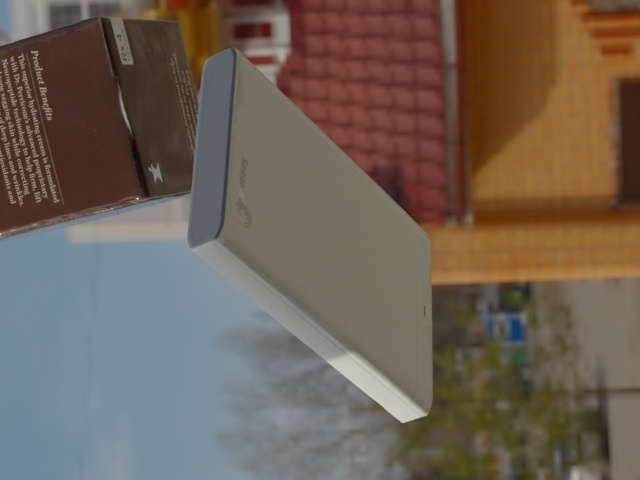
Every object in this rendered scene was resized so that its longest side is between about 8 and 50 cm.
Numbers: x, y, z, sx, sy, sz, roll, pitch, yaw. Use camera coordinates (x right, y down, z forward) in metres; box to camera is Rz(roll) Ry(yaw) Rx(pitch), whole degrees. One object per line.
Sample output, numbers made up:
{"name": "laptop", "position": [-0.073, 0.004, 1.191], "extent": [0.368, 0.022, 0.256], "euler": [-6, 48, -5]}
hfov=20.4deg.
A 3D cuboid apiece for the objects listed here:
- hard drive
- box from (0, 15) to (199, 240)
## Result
{"name": "hard drive", "position": [0.000, 0.000, 1.535], "extent": [0.307, 0.040, 0.203], "euler": [42, -142, -41]}
{"name": "box", "position": [-0.232, -0.099, 1.635], "extent": [0.167, 0.203, 0.168], "euler": [-15, -88, -70]}
